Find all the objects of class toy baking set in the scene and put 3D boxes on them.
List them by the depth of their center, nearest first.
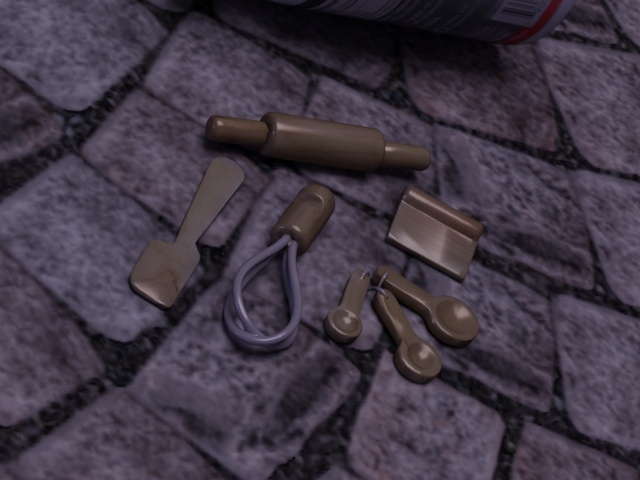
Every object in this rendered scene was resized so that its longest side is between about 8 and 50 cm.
[{"bbox_3d":[0.000,-0.005,1.243,0.256,0.030,0.196,11,46,-25],"label":"toy baking set"}]

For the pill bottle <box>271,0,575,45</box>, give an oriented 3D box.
[{"bbox_3d":[0.037,-0.234,1.389,0.283,0.161,0.161,7,47,-28],"label":"pill bottle"}]
